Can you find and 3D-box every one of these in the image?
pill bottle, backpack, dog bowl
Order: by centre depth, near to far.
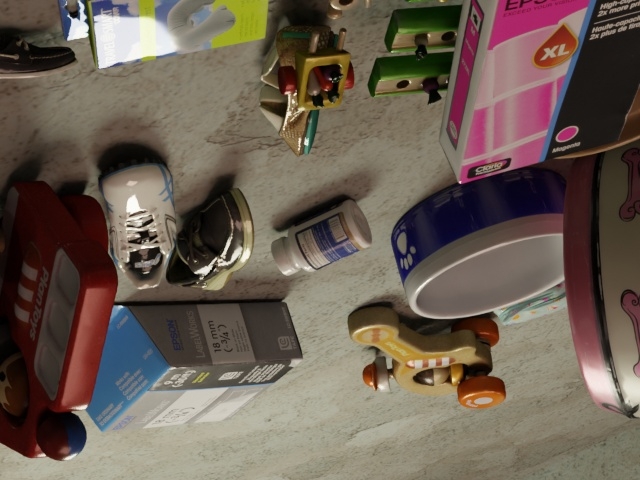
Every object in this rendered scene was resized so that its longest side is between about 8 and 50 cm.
[{"bbox_3d":[0.000,0.000,1.642,0.120,0.067,0.067,-25,156,18],"label":"pill bottle"},{"bbox_3d":[0.423,0.047,1.659,0.150,0.408,0.408,-5,162,22],"label":"dog bowl"},{"bbox_3d":[0.235,0.008,1.777,0.265,0.104,0.265,-15,157,-6],"label":"dog bowl"},{"bbox_3d":[0.338,0.056,1.950,0.182,0.115,0.152,-23,159,21],"label":"backpack"}]

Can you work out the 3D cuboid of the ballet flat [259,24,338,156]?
[{"bbox_3d":[-0.028,-0.154,1.294,0.067,0.073,0.206,12,151,-2],"label":"ballet flat"}]

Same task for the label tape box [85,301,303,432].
[{"bbox_3d":[-0.232,0.185,1.856,0.334,0.106,0.240,0,151,-36],"label":"label tape box"}]

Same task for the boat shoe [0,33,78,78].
[{"bbox_3d":[-0.275,-0.161,1.117,0.125,0.038,0.046,-9,-161,-17],"label":"boat shoe"}]

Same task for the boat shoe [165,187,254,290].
[{"bbox_3d":[-0.138,0.009,1.551,0.073,0.080,0.223,-13,162,-23],"label":"boat shoe"}]

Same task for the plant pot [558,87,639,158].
[{"bbox_3d":[0.300,-0.192,1.358,0.237,0.109,0.237,-14,156,-6],"label":"plant pot"}]

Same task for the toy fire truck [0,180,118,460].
[{"bbox_3d":[-0.304,0.096,1.347,0.169,0.254,0.302,0,121,-34],"label":"toy fire truck"}]

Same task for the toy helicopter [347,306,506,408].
[{"bbox_3d":[0.144,0.189,2.152,0.235,0.140,0.355,-19,148,28],"label":"toy helicopter"}]

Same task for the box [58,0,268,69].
[{"bbox_3d":[-0.135,-0.205,1.112,0.178,0.042,0.109,-13,157,-11],"label":"box"}]

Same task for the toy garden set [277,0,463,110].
[{"bbox_3d":[0.079,-0.195,1.130,0.204,0.049,0.244,-7,150,-16],"label":"toy garden set"}]

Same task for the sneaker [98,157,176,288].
[{"bbox_3d":[-0.199,-0.019,1.436,0.085,0.086,0.237,-15,157,-10],"label":"sneaker"}]

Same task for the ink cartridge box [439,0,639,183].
[{"bbox_3d":[0.210,-0.191,1.110,0.176,0.069,0.371,-15,149,-10],"label":"ink cartridge box"}]
